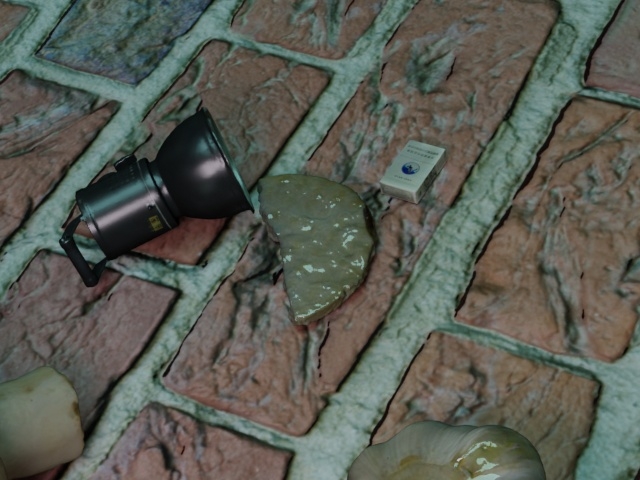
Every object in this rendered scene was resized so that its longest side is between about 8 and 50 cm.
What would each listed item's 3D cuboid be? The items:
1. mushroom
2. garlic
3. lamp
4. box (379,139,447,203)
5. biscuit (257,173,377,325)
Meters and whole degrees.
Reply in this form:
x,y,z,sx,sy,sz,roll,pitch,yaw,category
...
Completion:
x,y,z,sx,sy,sz,roll,pitch,yaw,category
-0.398,0.209,1.488,0.290,0.292,0.292,-29,46,-36,mushroom
0.126,0.281,1.352,0.227,0.152,0.228,-11,64,23,garlic
-0.216,-0.057,1.769,0.227,0.147,0.172,-25,34,1,lamp
0.118,-0.087,1.776,0.054,0.024,0.083,19,55,26,box
0.002,-0.003,1.722,0.133,0.032,0.250,-17,46,-1,biscuit
